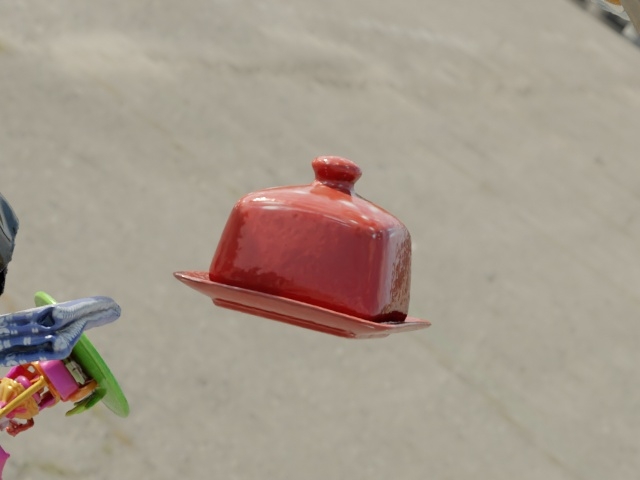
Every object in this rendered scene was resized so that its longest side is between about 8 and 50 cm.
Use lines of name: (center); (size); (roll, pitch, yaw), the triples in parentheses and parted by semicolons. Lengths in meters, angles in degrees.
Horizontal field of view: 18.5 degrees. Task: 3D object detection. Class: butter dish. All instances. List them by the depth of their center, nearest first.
butter dish: (0.000, 0.000, 1.354); (0.160, 0.118, 0.160); (14, 1, 15)

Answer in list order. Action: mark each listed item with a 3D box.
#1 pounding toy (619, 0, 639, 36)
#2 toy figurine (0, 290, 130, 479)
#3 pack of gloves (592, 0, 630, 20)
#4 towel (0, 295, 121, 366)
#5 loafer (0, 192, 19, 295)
pounding toy: (0.163, -0.181, 1.077); (0.269, 0.154, 0.155); (20, -26, -20)
toy figurine: (-0.266, 0.141, 1.663); (0.130, 0.159, 0.173); (56, -16, -7)
pack of gloves: (0.131, -0.215, 1.301); (0.195, 0.046, 0.232); (34, 9, 7)
towel: (-0.291, 0.084, 1.139); (0.243, 0.336, 0.040); (-66, 144, -89)
loafer: (-0.194, -0.018, 1.048); (0.078, 0.080, 0.220); (32, -15, 3)
